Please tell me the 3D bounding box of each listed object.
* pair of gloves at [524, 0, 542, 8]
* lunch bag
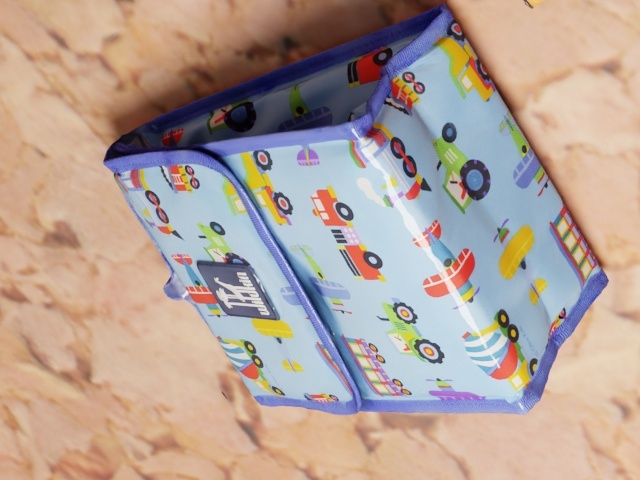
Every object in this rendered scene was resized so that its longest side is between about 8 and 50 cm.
[{"bbox_3d":[0.132,-0.178,1.001,0.074,0.010,0.083,-25,112,35],"label":"pair of gloves"},{"bbox_3d":[0.000,0.000,1.132,0.293,0.138,0.221,-12,120,43],"label":"lunch bag"}]
